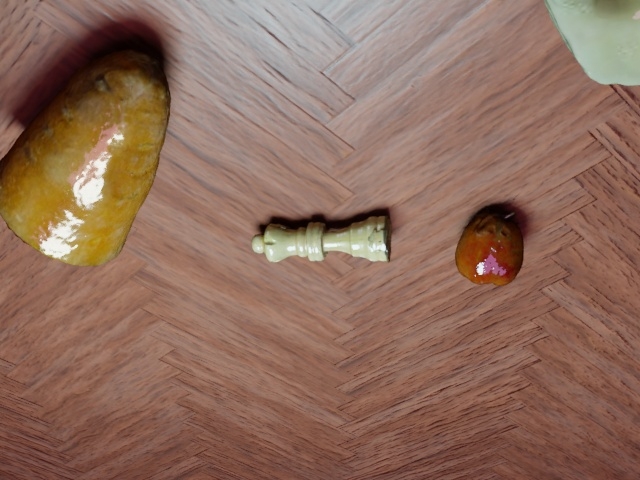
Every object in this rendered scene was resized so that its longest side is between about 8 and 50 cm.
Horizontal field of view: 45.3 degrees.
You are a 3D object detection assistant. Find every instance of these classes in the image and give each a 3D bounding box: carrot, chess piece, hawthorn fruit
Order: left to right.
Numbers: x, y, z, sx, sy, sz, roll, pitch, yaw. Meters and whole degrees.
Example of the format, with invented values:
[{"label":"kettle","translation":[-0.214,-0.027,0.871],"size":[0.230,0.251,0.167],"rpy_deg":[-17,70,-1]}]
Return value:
[{"label":"carrot","translation":[-0.226,-0.102,0.797],"size":[0.159,0.159,0.225],"rpy_deg":[27,121,-24]},{"label":"chess piece","translation":[0.000,0.001,0.945],"size":[0.172,0.060,0.060],"rpy_deg":[-2,139,11]},{"label":"hawthorn fruit","translation":[0.205,0.005,0.919],"size":[0.081,0.081,0.093],"rpy_deg":[4,110,1]}]

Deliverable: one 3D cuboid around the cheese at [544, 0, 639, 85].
[{"label":"cheese","translation":[0.304,-0.252,0.561],"size":[0.318,0.115,0.326],"rpy_deg":[-30,135,34]}]
